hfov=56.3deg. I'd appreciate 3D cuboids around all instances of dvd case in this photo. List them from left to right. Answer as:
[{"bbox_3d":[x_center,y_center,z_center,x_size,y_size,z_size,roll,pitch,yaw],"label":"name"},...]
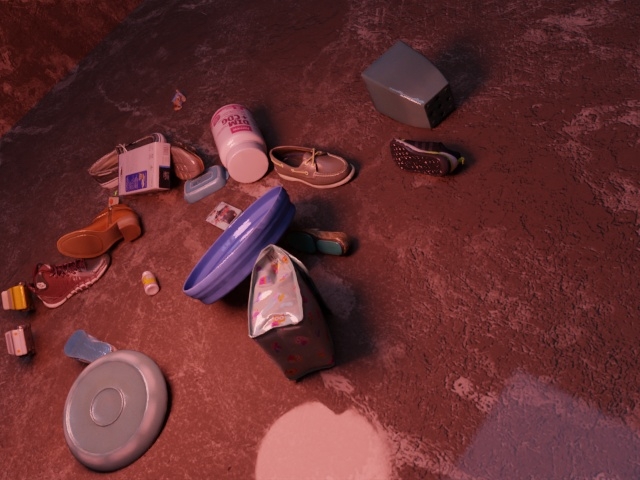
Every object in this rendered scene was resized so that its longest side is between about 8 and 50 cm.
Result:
[{"bbox_3d":[-0.316,-0.079,1.947,0.119,0.013,0.087,25,70,44],"label":"dvd case"}]

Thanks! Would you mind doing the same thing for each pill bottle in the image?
[{"bbox_3d":[-0.540,0.133,1.889,0.043,0.043,0.083,-37,43,0],"label":"pill bottle"},{"bbox_3d":[-0.272,-0.328,2.023,0.160,0.160,0.283,-31,44,6],"label":"pill bottle"}]

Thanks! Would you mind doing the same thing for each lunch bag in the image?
[{"bbox_3d":[-0.072,0.163,1.436,0.160,0.223,0.262,-20,44,10],"label":"lunch bag"}]

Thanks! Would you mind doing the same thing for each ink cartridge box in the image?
[{"bbox_3d":[-0.646,-0.254,2.180,0.333,0.065,0.165,-1,89,49],"label":"ink cartridge box"}]

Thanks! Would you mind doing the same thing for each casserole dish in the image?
[{"bbox_3d":[-0.408,-0.202,2.094,0.188,0.037,0.114,-26,44,13],"label":"casserole dish"}]

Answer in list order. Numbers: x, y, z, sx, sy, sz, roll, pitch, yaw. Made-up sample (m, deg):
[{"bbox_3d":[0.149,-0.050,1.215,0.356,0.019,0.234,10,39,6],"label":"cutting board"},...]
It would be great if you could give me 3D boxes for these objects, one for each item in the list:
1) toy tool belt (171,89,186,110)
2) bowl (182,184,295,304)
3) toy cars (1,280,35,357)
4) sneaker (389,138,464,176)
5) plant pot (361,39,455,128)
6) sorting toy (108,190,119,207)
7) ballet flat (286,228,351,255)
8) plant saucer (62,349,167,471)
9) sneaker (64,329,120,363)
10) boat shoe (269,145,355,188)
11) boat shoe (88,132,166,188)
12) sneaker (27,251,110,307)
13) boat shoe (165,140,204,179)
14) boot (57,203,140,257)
[{"bbox_3d":[-0.612,-0.599,2.546,0.052,0.051,0.083,-3,53,31],"label":"toy tool belt"},{"bbox_3d":[-0.217,0.015,1.643,0.391,0.077,0.391,-42,15,15],"label":"bowl"},{"bbox_3d":[-1.005,0.260,1.975,0.087,0.176,0.393,-10,40,-19],"label":"toy cars"},{"bbox_3d":[0.296,-0.234,1.661,0.097,0.084,0.235,-29,39,-28],"label":"sneaker"},{"bbox_3d":[0.274,-0.445,1.779,0.166,0.165,0.234,-42,52,-5],"label":"plant pot"},{"bbox_3d":[-0.792,-0.150,2.283,0.062,0.012,0.083,2,87,36],"label":"sorting toy"},{"bbox_3d":[0.000,0.000,1.654,0.206,0.073,0.067,13,35,36],"label":"ballet flat"},{"bbox_3d":[-0.554,0.439,1.578,0.318,0.043,0.317,-7,65,15],"label":"plant saucer"},{"bbox_3d":[-0.670,0.333,1.767,0.229,0.092,0.087,13,63,37],"label":"sneaker"},{"bbox_3d":[-0.033,-0.234,1.841,0.305,0.091,0.109,13,62,39],"label":"boat shoe"},{"bbox_3d":[-0.759,-0.320,2.343,0.335,0.119,0.121,-34,58,10],"label":"boat shoe"},{"bbox_3d":[-0.870,0.106,2.036,0.281,0.162,0.106,-38,43,-1],"label":"sneaker"},{"bbox_3d":[-0.499,-0.305,2.169,0.116,0.123,0.324,-27,33,-30],"label":"boat shoe"},{"bbox_3d":[-0.784,-0.049,2.108,0.283,0.109,0.220,-22,33,-17],"label":"boot"}]
